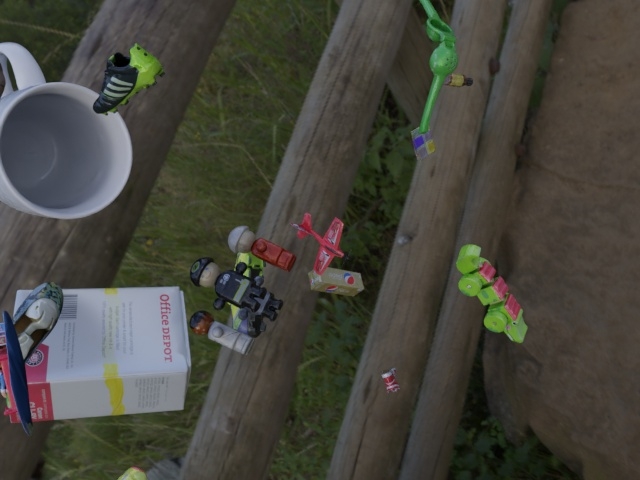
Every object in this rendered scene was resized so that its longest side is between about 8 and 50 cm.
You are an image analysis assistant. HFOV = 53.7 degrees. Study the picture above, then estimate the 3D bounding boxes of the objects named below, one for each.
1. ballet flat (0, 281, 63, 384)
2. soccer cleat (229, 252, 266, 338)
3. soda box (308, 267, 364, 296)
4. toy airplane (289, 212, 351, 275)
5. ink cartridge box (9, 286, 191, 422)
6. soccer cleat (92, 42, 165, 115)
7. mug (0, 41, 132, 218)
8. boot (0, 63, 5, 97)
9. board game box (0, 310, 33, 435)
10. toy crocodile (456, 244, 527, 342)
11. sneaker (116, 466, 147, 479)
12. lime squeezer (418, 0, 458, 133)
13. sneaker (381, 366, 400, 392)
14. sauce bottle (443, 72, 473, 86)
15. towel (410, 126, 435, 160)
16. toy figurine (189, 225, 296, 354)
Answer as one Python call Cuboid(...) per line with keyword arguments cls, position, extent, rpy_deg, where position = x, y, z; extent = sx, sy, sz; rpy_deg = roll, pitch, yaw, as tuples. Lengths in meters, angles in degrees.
Cuboid(cls="ballet flat", position=(-0.448, 0.143, 0.974), extent=(0.070, 0.070, 0.188), rpy_deg=(2, 52, 32))
Cuboid(cls="soccer cleat", position=(-0.219, 0.133, 1.768), extent=(0.121, 0.093, 0.289), rpy_deg=(1, 94, 30))
Cuboid(cls="soda box", position=(0.050, 0.131, 2.022), extent=(0.058, 0.181, 0.061), rpy_deg=(-39, 52, 39))
Cuboid(cls="toy airplane", position=(0.000, 0.000, 1.348), extent=(0.151, 0.028, 0.151), rpy_deg=(14, 118, 27))
Cuboid(cls="ink cartridge box", position=(-0.516, 0.261, 1.497), extent=(0.279, 0.385, 0.160), rpy_deg=(-109, 26, -46))
Cuboid(cls="soccer cleat", position=(-0.330, -0.265, 1.041), extent=(0.179, 0.072, 0.060), rpy_deg=(-20, 34, 38))
Cuboid(cls="mug", position=(-0.624, -0.238, 1.375), extent=(0.276, 0.374, 0.328), rpy_deg=(-28, 23, -37))
Cuboid(cls="boot", position=(-0.537, -0.234, 0.957), extent=(0.119, 0.042, 0.086), rpy_deg=(1, 86, -4))
Cuboid(cls="board game box", position=(-0.415, 0.180, 0.835), extent=(0.033, 0.133, 0.168), rpy_deg=(-12, 53, -20))
Cuboid(cls="toy crocodile", position=(0.504, 0.154, 1.840), extent=(0.105, 0.340, 0.115), rpy_deg=(-27, 14, 45))
Cuboid(cls="sneaker", position=(-0.252, 0.414, 0.940), extent=(0.082, 0.208, 0.094), rpy_deg=(7, 44, 25))
Cuboid(cls="lime squeezer", position=(0.222, -0.371, 1.219), extent=(0.059, 0.110, 0.310), rpy_deg=(-2, 84, -12))
Cuboid(cls="sneaker", position=(0.218, 0.428, 1.940), extent=(0.042, 0.118, 0.067), rpy_deg=(-24, 83, 14))
Cuboid(cls="sauce bottle", position=(0.426, -0.495, 1.958), extent=(0.042, 0.128, 0.042), rpy_deg=(6, 98, 50))
Cuboid(cls="towel", position=(0.262, -0.250, 1.607), extent=(0.060, 0.083, 0.009), rpy_deg=(-30, 30, -17))
Cuboid(cls="toy figurine", position=(-0.164, 0.099, 1.260), extent=(0.148, 0.209, 0.213), rpy_deg=(25, 38, 11))
